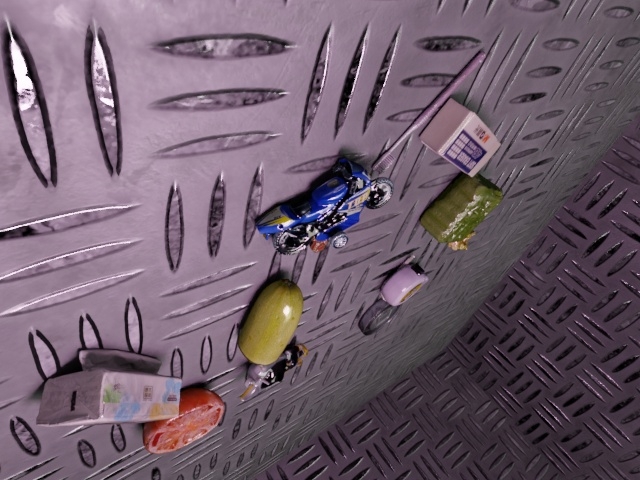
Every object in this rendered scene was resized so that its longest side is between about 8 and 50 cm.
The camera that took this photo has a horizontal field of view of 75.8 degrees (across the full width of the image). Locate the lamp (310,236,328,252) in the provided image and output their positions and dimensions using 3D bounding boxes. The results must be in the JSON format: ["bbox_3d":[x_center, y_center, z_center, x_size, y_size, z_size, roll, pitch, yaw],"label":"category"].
[{"bbox_3d":[0.000,0.000,1.049,0.063,0.031,0.083,-26,151,-22],"label":"lamp"}]

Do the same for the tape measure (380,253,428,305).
[{"bbox_3d":[0.316,0.160,1.569,0.196,0.105,0.178,-39,158,-1],"label":"tape measure"}]

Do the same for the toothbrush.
[{"bbox_3d":[0.251,-0.290,0.951,0.354,0.029,0.024,-47,164,9],"label":"toothbrush"}]

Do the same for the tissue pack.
[{"bbox_3d":[-0.432,0.312,0.875,0.159,0.145,0.229,-13,155,17],"label":"tissue pack"}]

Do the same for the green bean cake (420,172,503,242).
[{"bbox_3d":[0.470,-0.108,1.357,0.222,0.125,0.248,0,131,-49],"label":"green bean cake"}]

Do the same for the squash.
[{"bbox_3d":[-0.119,0.203,1.077,0.132,0.132,0.247,-9,138,-44],"label":"squash"}]

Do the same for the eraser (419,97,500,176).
[{"bbox_3d":[0.373,-0.260,1.082,0.279,0.081,0.124,8,124,-53],"label":"eraser"}]

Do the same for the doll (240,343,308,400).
[{"bbox_3d":[-0.146,0.416,1.361,0.145,0.103,0.316,-37,163,25],"label":"doll"}]

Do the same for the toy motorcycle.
[{"bbox_3d":[0.017,-0.076,0.891,0.315,0.113,0.169,-29,139,-5],"label":"toy motorcycle"}]

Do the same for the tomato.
[{"bbox_3d":[-0.401,0.511,1.199,0.237,0.095,0.236,-26,145,-19],"label":"tomato"}]

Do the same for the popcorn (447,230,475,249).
[{"bbox_3d":[0.552,-0.014,1.628,0.109,0.089,0.097,-33,139,-9],"label":"popcorn"}]

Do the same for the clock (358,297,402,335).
[{"bbox_3d":[0.258,0.316,1.759,0.226,0.049,0.226,-30,148,-21],"label":"clock"}]
